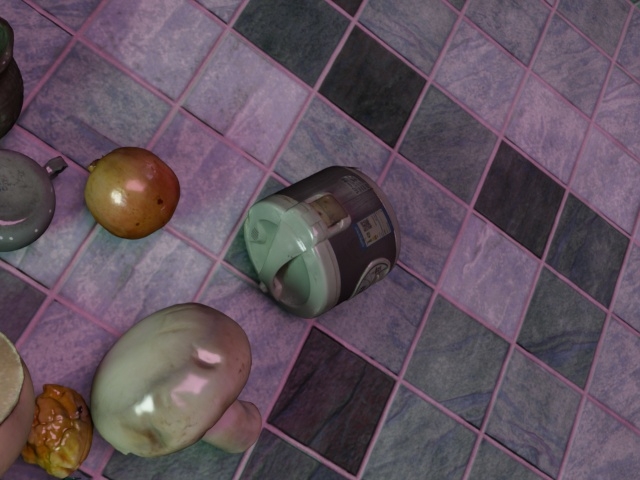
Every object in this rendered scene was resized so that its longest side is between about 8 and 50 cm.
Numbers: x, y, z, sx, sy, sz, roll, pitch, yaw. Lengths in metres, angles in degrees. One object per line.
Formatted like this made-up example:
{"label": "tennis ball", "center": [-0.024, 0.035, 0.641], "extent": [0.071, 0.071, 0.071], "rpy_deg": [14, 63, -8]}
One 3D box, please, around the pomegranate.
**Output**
{"label": "pomegranate", "center": [-0.368, -0.096, 1.692], "extent": [0.191, 0.191, 0.191], "rpy_deg": [8, 71, -26]}

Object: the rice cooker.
{"label": "rice cooker", "center": [-0.001, 0.002, 1.802], "extent": [0.277, 0.288, 0.288], "rpy_deg": [-28, 89, -33]}

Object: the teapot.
{"label": "teapot", "center": [-0.593, -0.072, 1.601], "extent": [0.294, 0.129, 0.193], "rpy_deg": [-39, 95, -33]}

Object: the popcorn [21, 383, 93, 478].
{"label": "popcorn", "center": [-0.470, 0.335, 1.537], "extent": [0.148, 0.152, 0.167], "rpy_deg": [51, 18, -41]}

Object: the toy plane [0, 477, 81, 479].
{"label": "toy plane", "center": [-0.524, 0.455, 1.469], "extent": [0.381, 0.155, 0.106], "rpy_deg": [15, 67, -42]}

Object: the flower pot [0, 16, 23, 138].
{"label": "flower pot", "center": [-0.689, -0.294, 1.531], "extent": [0.301, 0.213, 0.302], "rpy_deg": [10, 45, -10]}

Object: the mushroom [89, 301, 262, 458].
{"label": "mushroom", "center": [-0.257, 0.247, 1.596], "extent": [0.356, 0.315, 0.315], "rpy_deg": [-2, 73, -65]}

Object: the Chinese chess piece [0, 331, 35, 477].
{"label": "Chinese chess piece", "center": [-0.635, 0.267, 1.385], "extent": [0.338, 0.140, 0.338], "rpy_deg": [8, 39, -6]}
